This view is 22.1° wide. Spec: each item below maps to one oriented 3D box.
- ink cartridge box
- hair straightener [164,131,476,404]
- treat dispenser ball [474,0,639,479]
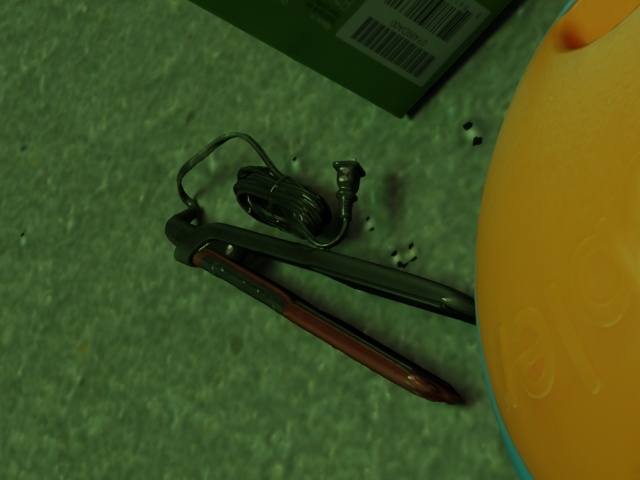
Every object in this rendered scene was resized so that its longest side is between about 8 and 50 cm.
[{"bbox_3d":[-0.036,-0.201,0.828,0.097,0.189,0.255,-47,49,17],"label":"ink cartridge box"},{"bbox_3d":[0.000,0.000,0.823,0.230,0.047,0.089,26,90,46],"label":"hair straightener"},{"bbox_3d":[0.190,0.013,0.493,0.288,0.288,0.288,-15,64,34],"label":"treat dispenser ball"}]
